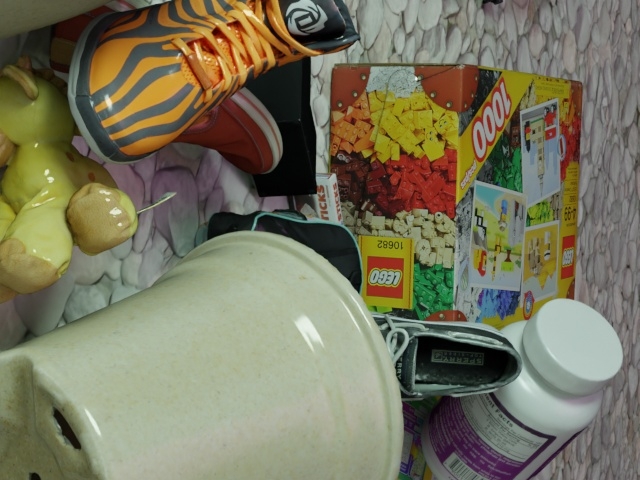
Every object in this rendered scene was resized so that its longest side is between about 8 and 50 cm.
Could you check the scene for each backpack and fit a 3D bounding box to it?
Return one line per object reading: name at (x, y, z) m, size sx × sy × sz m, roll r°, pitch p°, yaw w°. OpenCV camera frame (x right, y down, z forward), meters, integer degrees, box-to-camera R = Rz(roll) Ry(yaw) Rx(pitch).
backpack at (-0.048, 0.047, 1.486) m, size 0.188 × 0.144 × 0.165 m, roll 1°, pitch 91°, yaw -39°

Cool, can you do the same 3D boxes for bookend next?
bookend at (-0.046, -0.158, 1.543) m, size 0.156 × 0.072 × 0.157 m, roll 76°, pitch 13°, yaw -60°

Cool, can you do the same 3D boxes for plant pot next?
plant pot at (-0.147, 0.177, 1.192) m, size 0.305 × 0.334 × 0.333 m, roll -14°, pitch 106°, yaw -50°

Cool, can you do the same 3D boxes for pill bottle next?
pill bottle at (0.268, 0.211, 1.762) m, size 0.169 × 0.169 × 0.301 m, roll -52°, pitch 177°, yaw -46°

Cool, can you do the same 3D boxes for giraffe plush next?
giraffe plush at (-0.243, -0.064, 1.128) m, size 0.210 × 0.181 × 0.170 m, roll -38°, pitch 106°, yaw -41°

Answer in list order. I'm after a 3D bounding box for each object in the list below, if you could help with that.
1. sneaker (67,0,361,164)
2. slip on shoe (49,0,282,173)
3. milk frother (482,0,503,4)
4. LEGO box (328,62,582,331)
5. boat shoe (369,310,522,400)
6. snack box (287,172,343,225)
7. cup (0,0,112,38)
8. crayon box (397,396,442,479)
sneaker at (-0.079, -0.178, 1.150) m, size 0.124 × 0.180 × 0.321 m, roll 64°, pitch 33°, yaw -20°
slip on shoe at (-0.152, -0.140, 1.323) m, size 0.331 × 0.123 × 0.101 m, roll 38°, pitch 74°, yaw -53°
milk frother at (0.311, -0.469, 2.157) m, size 0.143 × 0.129 × 0.134 m, roll -24°, pitch 79°, yaw -21°
LEGO box at (0.206, -0.057, 1.906) m, size 0.500 × 0.193 × 0.372 m, roll -8°, pitch 101°, yaw -61°
boat shoe at (0.089, 0.148, 1.602) m, size 0.105 × 0.306 × 0.113 m, roll -128°, pitch -136°, yaw -84°
snack box at (0.000, 0.000, 1.665) m, size 0.022 × 0.064 × 0.178 m, roll -45°, pitch 131°, yaw -53°
cup at (-0.236, -0.288, 0.980) m, size 0.237 × 0.331 × 0.331 m, roll -49°, pitch 142°, yaw -10°
crayon box at (0.101, 0.266, 1.871) m, size 0.278 × 0.081 × 0.165 m, roll 39°, pitch 60°, yaw -57°
